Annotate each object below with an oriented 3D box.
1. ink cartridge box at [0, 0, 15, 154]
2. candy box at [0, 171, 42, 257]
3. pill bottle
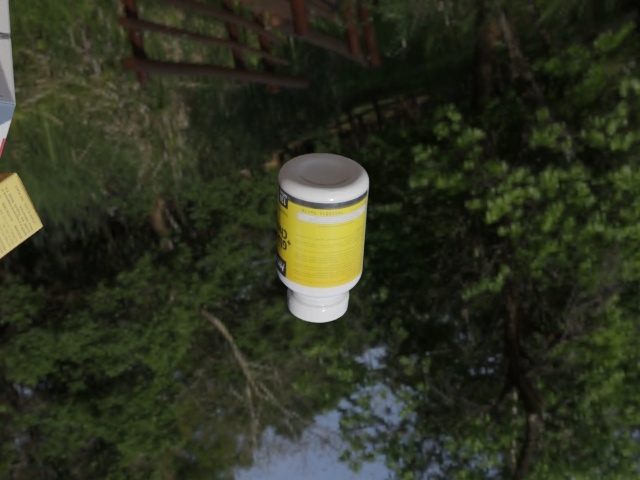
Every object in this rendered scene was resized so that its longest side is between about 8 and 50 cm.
[{"bbox_3d":[-0.342,-0.159,0.886,0.063,0.150,0.109,3,145,-28],"label":"ink cartridge box"},{"bbox_3d":[-0.308,0.017,0.652,0.109,0.053,0.187,4,-145,36],"label":"candy box"},{"bbox_3d":[0.000,0.000,1.047,0.103,0.184,0.103,2,-148,-1],"label":"pill bottle"}]
